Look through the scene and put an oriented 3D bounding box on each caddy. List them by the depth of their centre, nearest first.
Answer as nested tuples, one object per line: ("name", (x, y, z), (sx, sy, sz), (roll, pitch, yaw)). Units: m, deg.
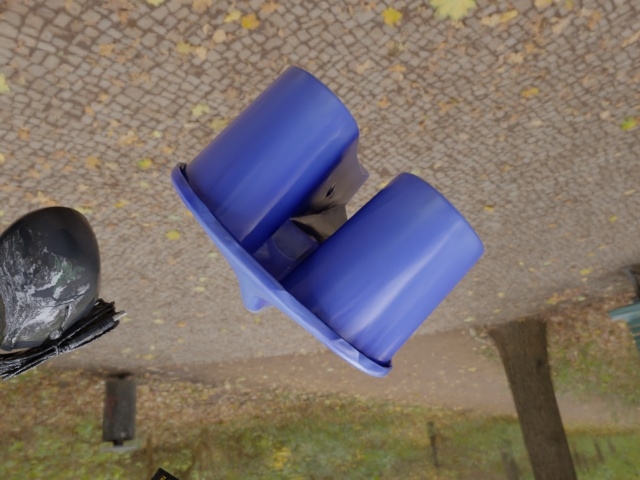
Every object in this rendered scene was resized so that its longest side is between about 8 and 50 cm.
("caddy", (0.000, 0.000, 0.548), (0.179, 0.241, 0.341), (-45, 173, 3))

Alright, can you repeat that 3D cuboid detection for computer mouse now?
("computer mouse", (-0.310, 0.074, 0.709), (0.188, 0.072, 0.272), (-29, 153, -37))

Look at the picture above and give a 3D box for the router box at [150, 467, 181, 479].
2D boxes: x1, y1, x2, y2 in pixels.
("router box", (-0.156, 0.335, 0.580), (0.133, 0.179, 0.046), (29, 134, 6))
